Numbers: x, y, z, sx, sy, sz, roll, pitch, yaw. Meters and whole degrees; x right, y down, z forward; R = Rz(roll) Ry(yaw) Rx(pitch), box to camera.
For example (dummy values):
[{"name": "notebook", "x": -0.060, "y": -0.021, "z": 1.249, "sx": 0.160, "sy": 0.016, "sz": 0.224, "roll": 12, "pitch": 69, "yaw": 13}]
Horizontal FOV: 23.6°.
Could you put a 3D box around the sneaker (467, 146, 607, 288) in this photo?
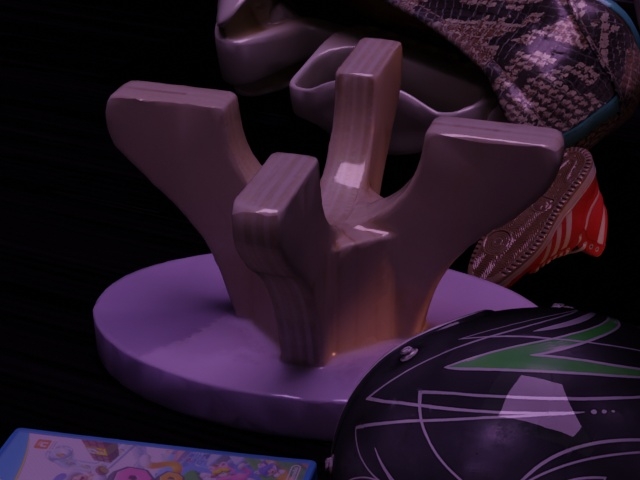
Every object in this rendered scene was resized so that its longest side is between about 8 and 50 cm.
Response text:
[{"name": "sneaker", "x": 0.145, "y": 0.003, "z": 0.993, "sx": 0.042, "sy": 0.067, "sz": 0.118, "roll": 28, "pitch": 69, "yaw": 41}]

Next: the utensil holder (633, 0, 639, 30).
[{"name": "utensil holder", "x": 0.346, "y": -0.036, "z": 0.604, "sx": 0.385, "sy": 0.327, "sz": 0.327, "roll": -14, "pitch": 25, "yaw": 10}]

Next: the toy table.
[{"name": "toy table", "x": 0.000, "y": 0.000, "z": 0.865, "sx": 0.274, "sy": 0.161, "sz": 0.252, "roll": 2, "pitch": 27, "yaw": 5}]

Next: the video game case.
[{"name": "video game case", "x": -0.095, "y": 0.137, "z": 0.755, "sx": 0.166, "sy": 0.015, "sz": 0.119, "roll": 4, "pitch": 27, "yaw": 13}]

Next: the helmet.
[{"name": "helmet", "x": 0.093, "y": 0.106, "z": 0.644, "sx": 0.169, "sy": 0.169, "sz": 0.161, "roll": 17, "pitch": 16, "yaw": 33}]

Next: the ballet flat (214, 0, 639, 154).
[{"name": "ballet flat", "x": 0.028, "y": -0.164, "z": 1.225, "sx": 0.182, "sy": 0.164, "sz": 0.483, "roll": -40, "pitch": 44, "yaw": -23}]
